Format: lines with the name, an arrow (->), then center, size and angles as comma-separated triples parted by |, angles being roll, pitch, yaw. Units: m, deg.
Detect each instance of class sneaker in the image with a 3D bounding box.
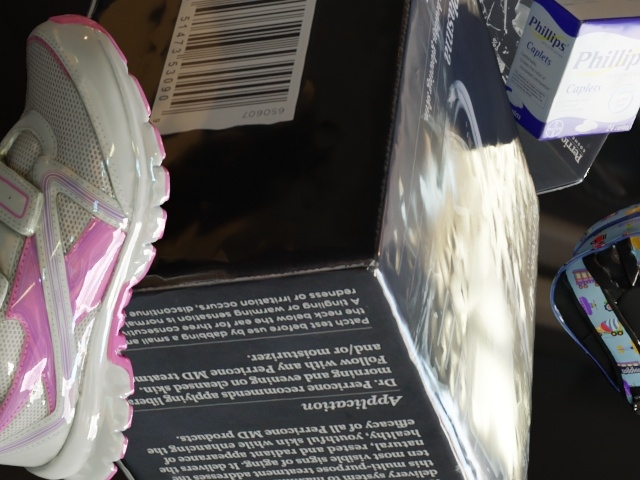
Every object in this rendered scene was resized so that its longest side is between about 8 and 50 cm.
sneaker -> -0.152, 0.010, 0.807 | 0.111, 0.252, 0.103 | 1, 11, -32

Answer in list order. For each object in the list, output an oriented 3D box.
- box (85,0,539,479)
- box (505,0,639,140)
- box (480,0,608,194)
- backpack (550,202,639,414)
box -> 0.000, 0.000, 1.368 | 0.472, 0.297, 0.480 | 67, 24, -46
box -> 0.265, -0.178, 1.577 | 0.126, 0.137, 0.072 | -8, 39, -32
box -> 0.230, -0.277, 1.985 | 0.343, 0.179, 0.312 | 44, 60, -20
backpack -> 0.276, 0.038, 1.300 | 0.173, 0.158, 0.117 | 46, 34, -28
